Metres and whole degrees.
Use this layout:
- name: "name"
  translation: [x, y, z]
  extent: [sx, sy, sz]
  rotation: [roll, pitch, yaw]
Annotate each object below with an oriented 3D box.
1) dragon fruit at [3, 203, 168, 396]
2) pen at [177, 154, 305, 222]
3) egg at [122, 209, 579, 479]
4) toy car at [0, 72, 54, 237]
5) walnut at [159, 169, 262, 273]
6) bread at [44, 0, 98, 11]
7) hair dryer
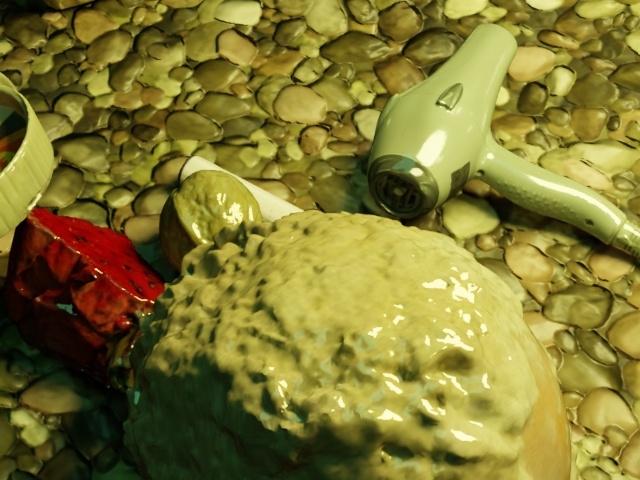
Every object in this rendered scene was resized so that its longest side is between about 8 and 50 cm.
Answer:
- name: "dragon fruit"
  translation: [-0.155, 0.066, 1.046]
  extent: [0.192, 0.122, 0.092]
  rotation: [38, 101, 22]
- name: "pen"
  translation: [0.000, 0.000, 1.102]
  extent: [0.269, 0.033, 0.033]
  rotation: [27, 57, 20]
- name: "egg"
  translation: [0.019, 0.117, 0.873]
  extent: [0.279, 0.279, 0.310]
  rotation: [-36, 45, -24]
- name: "toy car"
  translation: [-0.300, -0.061, 1.053]
  extent: [0.235, 0.145, 0.235]
  rotation: [-10, 46, 10]
- name: "walnut"
  translation: [-0.084, -0.010, 1.080]
  extent: [0.092, 0.092, 0.092]
  rotation: [0, 52, 0]
- name: "bread"
  translation: [-0.238, -0.335, 1.253]
  extent: [0.143, 0.212, 0.224]
  rotation: [-17, 53, -7]
- name: "hair dryer"
  translation: [0.176, -0.084, 1.157]
  extent: [0.267, 0.092, 0.229]
  rotation: [15, 47, -6]
